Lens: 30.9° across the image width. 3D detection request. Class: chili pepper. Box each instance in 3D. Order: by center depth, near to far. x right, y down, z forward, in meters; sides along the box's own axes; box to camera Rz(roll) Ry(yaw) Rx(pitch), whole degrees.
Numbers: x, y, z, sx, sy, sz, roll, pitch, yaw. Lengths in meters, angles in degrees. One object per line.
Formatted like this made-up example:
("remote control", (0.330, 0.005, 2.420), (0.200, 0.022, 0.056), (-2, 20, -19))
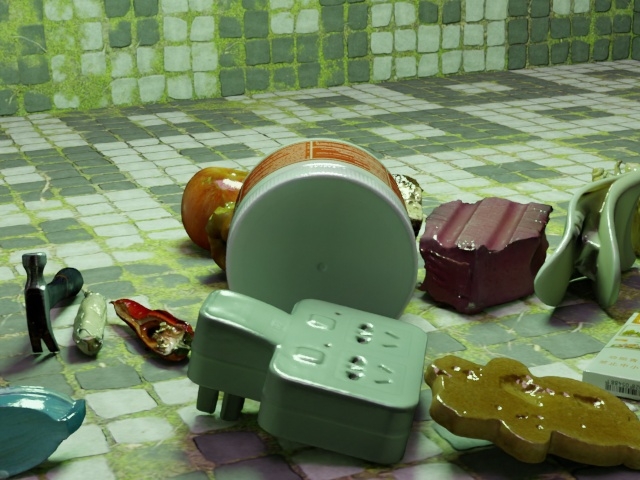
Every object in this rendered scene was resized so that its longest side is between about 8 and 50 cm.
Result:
("chili pepper", (-0.218, 0.123, 1.563), (0.050, 0.059, 0.268), (34, -9, -34))

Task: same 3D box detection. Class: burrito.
("burrito", (-0.319, 0.115, 1.607), (0.045, 0.041, 0.185), (20, 14, -12))

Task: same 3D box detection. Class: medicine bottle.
("medicine bottle", (0.000, 0.000, 1.588), (0.253, 0.252, 0.241), (-1, 16, 0))

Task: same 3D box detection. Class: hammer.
("hammer", (-0.373, 0.077, 1.638), (0.037, 0.137, 0.290), (-2, 3, -2))

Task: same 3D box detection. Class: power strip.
("power strip", (-0.021, 0.162, 1.325), (0.261, 0.141, 0.229), (14, 19, 3))

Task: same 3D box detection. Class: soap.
("soap", (0.246, 0.017, 1.754), (0.182, 0.112, 0.289), (3, 17, 17))

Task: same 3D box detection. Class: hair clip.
("hair clip", (0.401, 0.013, 1.706), (0.113, 0.172, 0.282), (13, 32, 18))

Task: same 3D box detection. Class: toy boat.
("toy boat", (-0.359, 0.199, 1.243), (0.215, 0.088, 0.102), (-8, 14, -17))

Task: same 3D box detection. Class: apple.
("apple", (-0.100, -0.012, 1.833), (0.158, 0.147, 0.156), (-36, 27, -24))
("apple", (-0.162, -0.052, 1.990), (0.163, 0.139, 0.163), (10, 10, -2))

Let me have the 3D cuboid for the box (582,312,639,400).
("box", (0.419, 0.145, 1.452), (0.122, 0.032, 0.220), (8, 20, 29))

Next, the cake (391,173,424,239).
("cake", (0.044, -0.068, 1.750), (0.246, 0.135, 0.112), (34, 29, -16))

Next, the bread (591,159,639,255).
("bread", (0.587, -0.063, 1.931), (0.274, 0.149, 0.274), (-4, 22, 2))

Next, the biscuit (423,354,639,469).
("biscuit", (0.234, 0.186, 1.246), (0.249, 0.035, 0.184), (10, 23, -6))
